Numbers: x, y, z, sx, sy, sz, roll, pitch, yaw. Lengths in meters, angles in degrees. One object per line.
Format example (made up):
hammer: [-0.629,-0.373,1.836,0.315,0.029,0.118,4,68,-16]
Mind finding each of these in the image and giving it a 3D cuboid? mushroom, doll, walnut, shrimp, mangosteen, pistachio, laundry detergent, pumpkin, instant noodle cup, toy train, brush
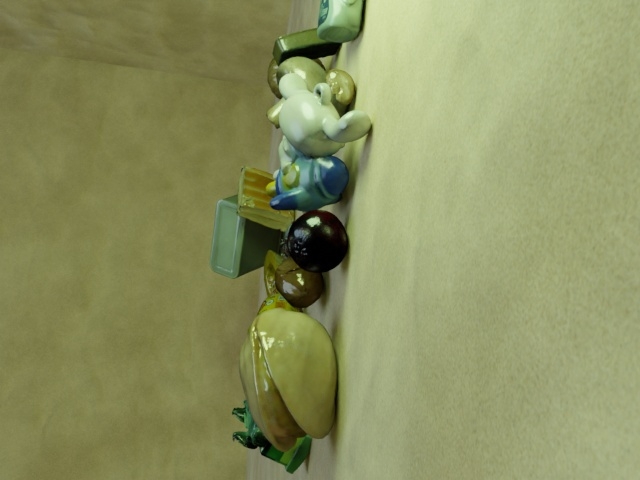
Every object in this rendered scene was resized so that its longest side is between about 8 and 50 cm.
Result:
mushroom: [-0.070,-0.415,1.751,0.215,0.207,0.207,-41,7,-7]
doll: [-0.020,-0.202,1.465,0.376,0.187,0.365,-106,26,-62]
walnut: [-0.059,0.114,1.643,0.245,0.137,0.137,-144,61,-80]
mushroom: [0.029,-0.352,1.550,0.212,0.088,0.097,138,141,-65]
shrimp: [-0.059,0.010,1.769,0.343,0.116,0.145,122,153,-84]
mangosteen: [0.000,0.000,1.399,0.152,0.152,0.152,-174,90,-80]
pistachio: [-0.072,0.302,1.355,0.238,0.229,0.321,36,-147,-51]
laundry detergent: [0.062,-0.657,1.512,0.215,0.105,0.280,-139,57,-79]
pumpkin: [-0.135,0.146,2.198,0.217,0.110,0.217,-179,90,-69]
walnut: [-0.077,-0.535,1.969,0.213,0.213,0.213,-174,90,-80]
instant noodle cup: [-0.131,0.264,1.898,0.144,0.182,0.182,-83,5,-57]
toy train: [-0.139,0.510,1.681,0.120,0.202,0.301,-60,11,1]
brush: [-0.038,-0.572,1.775,0.123,0.197,0.059,145,108,-79]

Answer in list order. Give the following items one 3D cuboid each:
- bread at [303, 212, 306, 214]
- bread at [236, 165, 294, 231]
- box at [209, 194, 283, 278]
bread: [-0.042,-0.179,2.055,0.152,0.105,0.077,62,162,9]
bread: [-0.227,-0.171,2.460,0.111,0.246,0.239,-53,27,37]
box: [-0.313,-0.041,2.662,0.344,0.177,0.352,-26,-50,-60]
